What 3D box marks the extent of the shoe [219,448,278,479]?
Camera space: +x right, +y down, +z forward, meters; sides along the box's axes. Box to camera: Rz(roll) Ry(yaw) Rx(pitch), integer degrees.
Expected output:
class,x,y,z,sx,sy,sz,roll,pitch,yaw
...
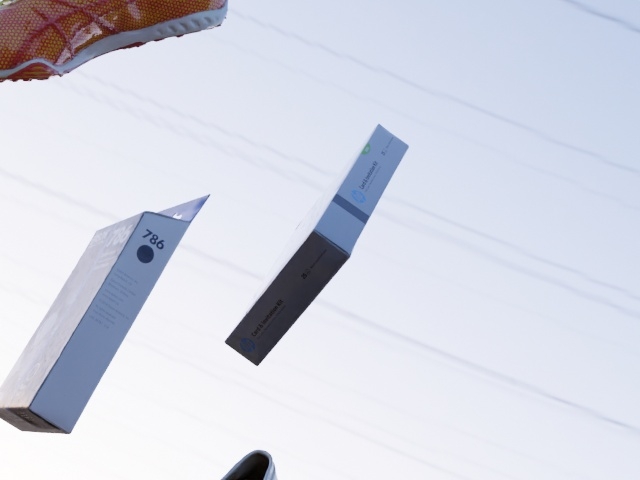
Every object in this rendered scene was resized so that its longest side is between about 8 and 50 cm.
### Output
class,x,y,z,sx,sy,sz,roll,pitch,yaw
shoe,-0.099,0.232,0.829,0.076,0.219,0.058,27,-54,19

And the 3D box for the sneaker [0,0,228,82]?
class,x,y,z,sx,sy,sz,roll,pitch,yaw
sneaker,-0.128,-0.121,0.568,0.064,0.175,0.067,12,-58,49

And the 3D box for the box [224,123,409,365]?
class,x,y,z,sx,sy,sz,roll,pitch,yaw
box,0.000,0.000,0.926,0.038,0.186,0.145,37,-53,-3

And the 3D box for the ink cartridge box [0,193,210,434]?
class,x,y,z,sx,sy,sz,roll,pitch,yaw
ink cartridge box,-0.263,0.071,1.326,0.065,0.333,0.165,38,-26,-21
